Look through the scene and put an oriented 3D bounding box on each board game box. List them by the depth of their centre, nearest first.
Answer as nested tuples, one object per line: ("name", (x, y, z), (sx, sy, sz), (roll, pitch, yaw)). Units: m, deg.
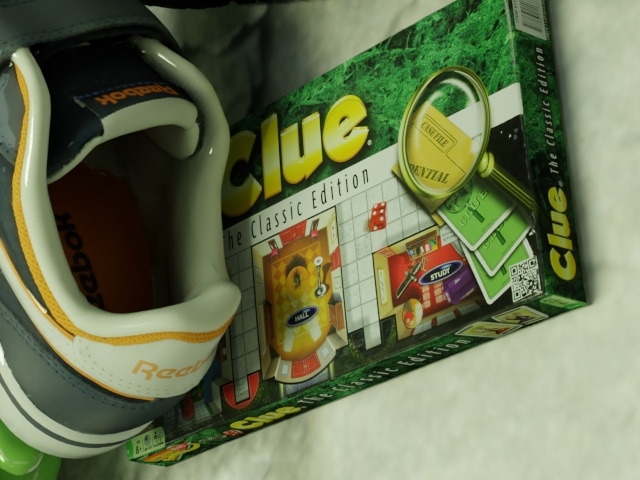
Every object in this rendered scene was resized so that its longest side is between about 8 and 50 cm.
("board game box", (0.000, 0.000, 0.805), (0.259, 0.030, 0.136), (-26, 59, 43))

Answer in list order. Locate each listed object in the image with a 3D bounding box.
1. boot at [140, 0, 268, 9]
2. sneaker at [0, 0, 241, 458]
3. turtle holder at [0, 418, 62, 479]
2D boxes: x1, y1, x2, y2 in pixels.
("boot", (-0.021, -0.212, 0.833), (0.246, 0.094, 0.207), (5, 88, 56))
("sneaker", (-0.124, -0.075, 0.816), (0.127, 0.126, 0.321), (-35, 78, 46))
("turtle holder", (-0.266, 0.091, 0.930), (0.320, 0.243, 0.227), (49, 134, 34))
